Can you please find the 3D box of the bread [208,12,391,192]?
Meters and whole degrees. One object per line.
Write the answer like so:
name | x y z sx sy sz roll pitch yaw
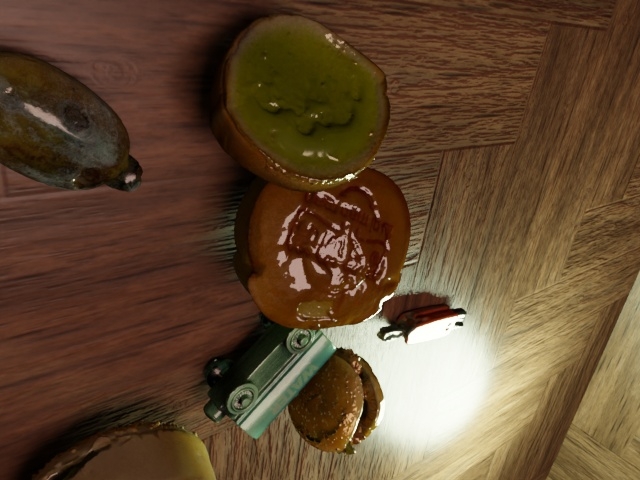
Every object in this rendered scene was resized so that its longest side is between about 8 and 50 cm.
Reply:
bread | -0.021 -0.171 0.657 0.236 0.070 0.236 5 77 -25

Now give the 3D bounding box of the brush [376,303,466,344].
brush | 0.237 0.193 1.212 0.323 0.051 0.070 0 121 -45

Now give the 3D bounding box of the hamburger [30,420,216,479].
hamburger | -0.292 0.404 0.775 0.302 0.170 0.302 -27 132 -33

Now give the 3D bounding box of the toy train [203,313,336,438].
toy train | -0.080 0.223 0.893 0.248 0.101 0.159 -44 128 -14

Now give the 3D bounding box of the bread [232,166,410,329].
bread | 0.000 0.000 0.770 0.270 0.148 0.270 -7 105 -26

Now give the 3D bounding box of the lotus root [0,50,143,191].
lotus root | -0.267 -0.109 0.544 0.113 0.088 0.192 -43 139 10

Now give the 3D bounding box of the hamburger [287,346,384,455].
hamburger | 0.025 0.290 0.981 0.118 0.182 0.191 18 99 -54
